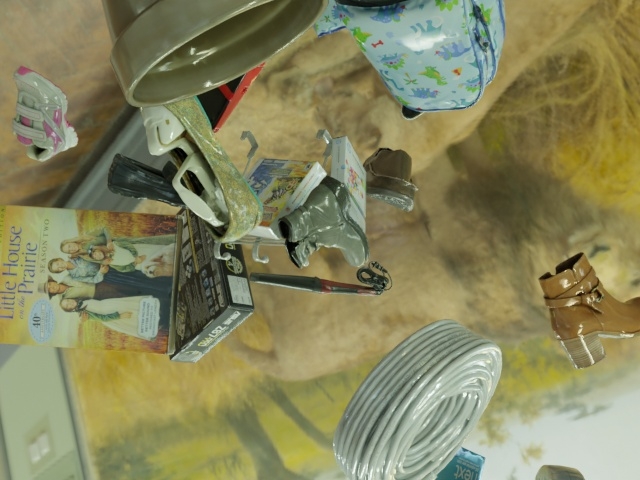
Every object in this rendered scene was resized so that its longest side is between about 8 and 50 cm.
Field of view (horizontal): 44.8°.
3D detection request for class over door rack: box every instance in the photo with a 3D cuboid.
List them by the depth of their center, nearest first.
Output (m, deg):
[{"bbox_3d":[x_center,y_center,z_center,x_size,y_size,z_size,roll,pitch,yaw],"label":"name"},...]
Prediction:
[{"bbox_3d":[-0.099,-0.096,1.816,0.239,0.325,0.108,2,160,28],"label":"over door rack"}]

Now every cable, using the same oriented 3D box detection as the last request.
[{"bbox_3d":[0.130,0.220,1.011,0.257,0.089,0.257,-47,147,-6],"label":"cable"}]

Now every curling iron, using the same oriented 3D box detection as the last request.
[{"bbox_3d":[0.002,0.073,1.478,0.273,0.068,0.035,0,-179,-7],"label":"curling iron"}]

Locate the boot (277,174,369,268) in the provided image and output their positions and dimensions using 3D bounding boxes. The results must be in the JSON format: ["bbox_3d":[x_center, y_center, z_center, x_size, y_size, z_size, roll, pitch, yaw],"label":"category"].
[{"bbox_3d":[0.000,0.000,1.551,0.161,0.083,0.247,-44,136,-19],"label":"boot"}]

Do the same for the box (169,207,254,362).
[{"bbox_3d":[-0.334,0.091,2.132,0.097,0.395,0.318,13,139,-40],"label":"box"}]

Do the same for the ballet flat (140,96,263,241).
[{"bbox_3d":[-0.224,-0.147,1.315,0.123,0.349,0.123,-30,-166,8],"label":"ballet flat"}]

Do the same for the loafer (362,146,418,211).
[{"bbox_3d":[0.165,-0.171,1.940,0.133,0.130,0.366,20,-169,-13],"label":"loafer"}]

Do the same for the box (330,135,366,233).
[{"bbox_3d":[0.062,-0.114,1.720,0.038,0.186,0.145,-10,145,19],"label":"box"}]

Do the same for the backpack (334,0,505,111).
[{"bbox_3d":[0.194,-0.394,1.390,0.290,0.274,0.355,-2,169,24],"label":"backpack"}]

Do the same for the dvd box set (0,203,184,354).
[{"bbox_3d":[-0.519,0.082,1.691,0.420,0.308,0.062,4,176,3],"label":"dvd box set"}]

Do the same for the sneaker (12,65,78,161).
[{"bbox_3d":[-0.609,-0.262,1.677,0.111,0.102,0.252,-55,158,-31],"label":"sneaker"}]

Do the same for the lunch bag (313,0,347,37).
[{"bbox_3d":[0.014,-0.567,1.855,0.096,0.129,0.151,-15,-158,3],"label":"lunch bag"}]

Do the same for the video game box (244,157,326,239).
[{"bbox_3d":[-0.112,-0.095,1.672,0.205,0.187,0.048,9,149,47],"label":"video game box"}]

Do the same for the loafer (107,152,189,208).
[{"bbox_3d":[-0.279,-0.107,1.427,0.223,0.078,0.076,12,-169,-5],"label":"loafer"}]

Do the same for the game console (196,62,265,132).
[{"bbox_3d":[-0.325,-0.538,2.115,0.060,0.387,0.342,-25,163,-44],"label":"game console"}]

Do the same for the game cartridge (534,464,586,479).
[{"bbox_3d":[0.350,0.433,1.144,0.060,0.196,0.294,7,166,11],"label":"game cartridge"}]

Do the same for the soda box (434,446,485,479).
[{"bbox_3d":[0.173,0.347,1.233,0.067,0.071,0.210,0,156,46],"label":"soda box"}]

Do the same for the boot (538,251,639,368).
[{"bbox_3d":[0.610,0.126,1.716,0.283,0.220,0.109,-26,-176,-20],"label":"boot"}]

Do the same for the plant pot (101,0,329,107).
[{"bbox_3d":[-0.192,-0.387,1.105,0.323,0.281,0.323,-28,180,0],"label":"plant pot"}]

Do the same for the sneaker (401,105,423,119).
[{"bbox_3d":[0.316,-0.446,2.290,0.217,0.079,0.121,-46,-179,13],"label":"sneaker"}]
